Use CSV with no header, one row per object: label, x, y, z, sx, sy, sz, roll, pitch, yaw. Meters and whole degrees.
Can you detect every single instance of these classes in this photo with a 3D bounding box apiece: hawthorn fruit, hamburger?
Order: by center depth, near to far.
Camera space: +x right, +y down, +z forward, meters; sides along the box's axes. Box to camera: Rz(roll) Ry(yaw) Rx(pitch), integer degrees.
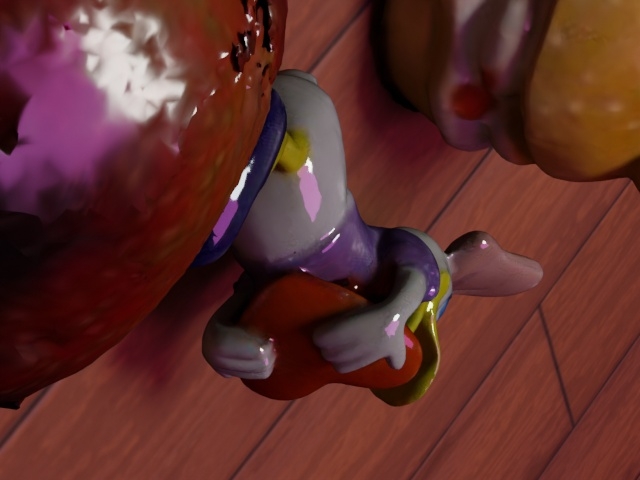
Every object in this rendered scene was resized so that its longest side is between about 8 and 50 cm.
hawthorn fruit,-0.158,-0.073,0.638,0.316,0.316,0.316,-36,141,-37
hamburger,0.200,-0.164,1.149,0.276,0.237,0.276,-37,144,-34

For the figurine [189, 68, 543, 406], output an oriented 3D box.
figurine,-0.002,0.002,1.074,0.421,0.154,0.193,40,45,-51
